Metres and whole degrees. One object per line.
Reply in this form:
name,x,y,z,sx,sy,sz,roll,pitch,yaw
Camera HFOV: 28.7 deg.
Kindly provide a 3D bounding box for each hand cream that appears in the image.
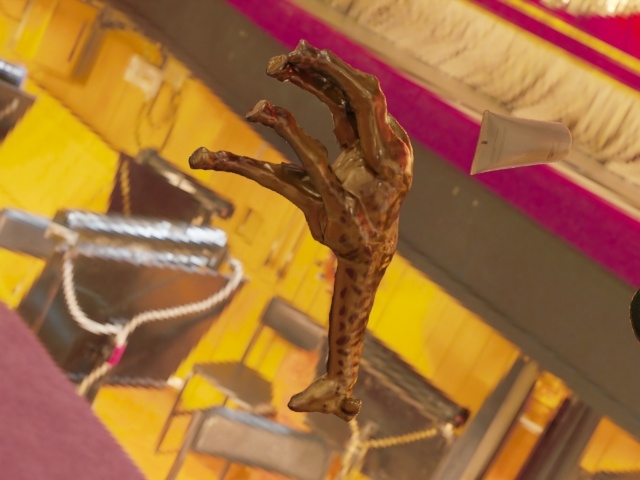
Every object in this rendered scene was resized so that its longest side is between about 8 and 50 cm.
hand cream,0.268,-0.131,1.664,0.186,0.087,0.054,-4,23,-42

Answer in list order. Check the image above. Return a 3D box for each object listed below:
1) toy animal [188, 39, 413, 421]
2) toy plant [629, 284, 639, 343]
toy animal,0.008,-0.004,0.868,0.149,0.275,0.054,-28,28,-17
toy plant,0.353,0.079,0.973,0.232,0.112,0.243,41,26,25
